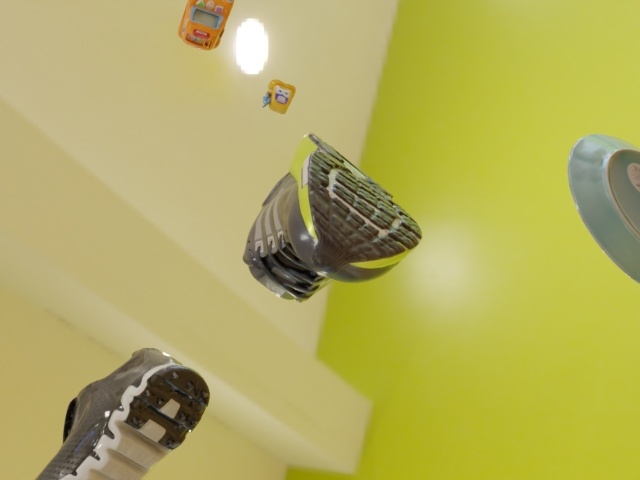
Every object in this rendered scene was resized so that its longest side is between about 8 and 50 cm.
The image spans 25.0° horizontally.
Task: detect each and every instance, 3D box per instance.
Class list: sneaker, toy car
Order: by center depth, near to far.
[{"bbox_3d":[-0.058,-0.145,1.099,0.122,0.060,0.040,32,-141,-20],"label":"toy car"},{"bbox_3d":[0.000,0.000,1.149,0.121,0.111,0.300,-54,5,6],"label":"sneaker"},{"bbox_3d":[-0.189,0.183,1.212,0.078,0.106,0.234,39,-88,-29],"label":"sneaker"}]

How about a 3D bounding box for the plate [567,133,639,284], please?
[{"bbox_3d":[0.315,-0.030,1.391,0.188,0.024,0.188,22,-133,-26],"label":"plate"}]
